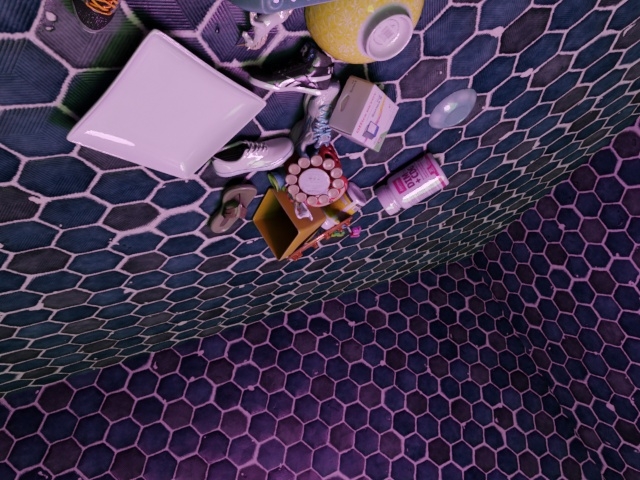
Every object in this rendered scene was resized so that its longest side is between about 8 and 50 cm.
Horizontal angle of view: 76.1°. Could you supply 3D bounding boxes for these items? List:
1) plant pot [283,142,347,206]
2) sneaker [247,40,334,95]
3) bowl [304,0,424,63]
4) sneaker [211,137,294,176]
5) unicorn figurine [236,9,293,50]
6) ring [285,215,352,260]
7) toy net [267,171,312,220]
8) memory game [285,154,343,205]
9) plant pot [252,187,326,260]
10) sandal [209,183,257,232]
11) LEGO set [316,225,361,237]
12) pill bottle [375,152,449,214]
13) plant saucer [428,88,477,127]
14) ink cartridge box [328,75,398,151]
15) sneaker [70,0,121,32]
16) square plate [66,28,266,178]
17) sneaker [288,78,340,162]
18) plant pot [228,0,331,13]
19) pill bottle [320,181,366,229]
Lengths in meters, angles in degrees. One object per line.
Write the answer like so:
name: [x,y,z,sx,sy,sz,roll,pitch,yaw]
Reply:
plant pot: [-0.013,-0.220,1.412,0.191,0.174,0.191,-19,158,-8]
sneaker: [-0.070,-0.441,1.023,0.217,0.079,0.121,-3,133,-26]
bowl: [0.125,-0.510,0.937,0.290,0.156,0.289,-20,157,-9]
sneaker: [-0.204,-0.261,1.236,0.258,0.094,0.091,-20,161,-7]
unicorn figurine: [-0.123,-0.480,0.885,0.162,0.060,0.111,-24,156,2]
ring: [0.000,0.000,1.727,0.337,0.032,0.336,-33,179,0]
toy net: [-0.104,-0.140,1.420,0.045,0.232,0.122,-30,154,-13]
memory game: [-0.018,-0.188,1.290,0.186,0.012,0.186,-1,130,-1]
plant pot: [-0.108,-0.082,1.600,0.187,0.212,0.212,-21,160,-39]
sandal: [-0.308,-0.104,1.483,0.120,0.086,0.303,-5,151,-37]
LEGO set: [0.090,-0.074,1.939,0.227,0.087,0.093,-3,147,-28]
pill bottle: [0.391,-0.237,1.768,0.283,0.160,0.160,-32,156,18]
plant saucer: [0.499,-0.475,1.519,0.195,0.037,0.195,-20,158,-9]
ink cartridge box: [0.132,-0.369,1.216,0.212,0.093,0.154,6,111,-60]
sneaker: [-0.369,-0.444,0.702,0.084,0.083,0.215,-1,149,-46]
square plate: [-0.365,-0.309,1.007,0.347,0.049,0.344,-35,155,23]
sneaker: [0.002,-0.345,1.215,0.110,0.122,0.283,-11,153,-28]
plant pot: [-0.064,-0.508,0.638,0.248,0.252,0.247,-19,156,-12]
pill bottle: [0.080,-0.143,1.729,0.209,0.119,0.119,-36,154,26]
